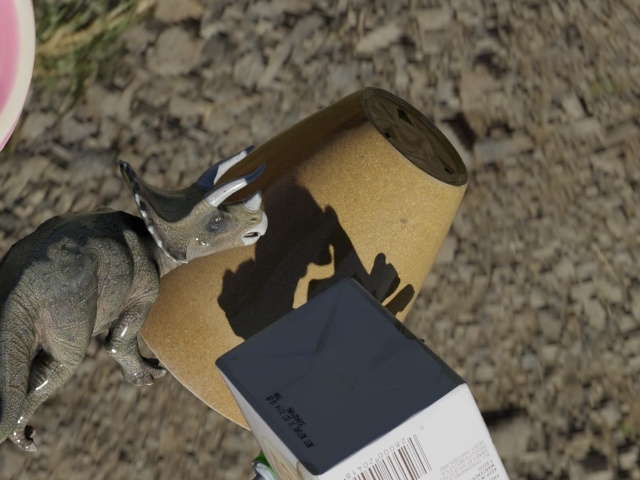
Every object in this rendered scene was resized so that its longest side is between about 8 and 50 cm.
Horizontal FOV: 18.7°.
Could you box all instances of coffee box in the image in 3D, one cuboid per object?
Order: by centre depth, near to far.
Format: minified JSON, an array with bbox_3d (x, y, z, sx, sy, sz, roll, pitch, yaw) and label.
[{"bbox_3d":[0.051,0.162,1.112,0.098,0.141,0.246,-32,124,-10],"label":"coffee box"}]

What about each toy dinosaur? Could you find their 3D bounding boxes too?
[{"bbox_3d":[-0.174,0.038,1.319,0.121,0.313,0.160,24,122,30],"label":"toy dinosaur"}]

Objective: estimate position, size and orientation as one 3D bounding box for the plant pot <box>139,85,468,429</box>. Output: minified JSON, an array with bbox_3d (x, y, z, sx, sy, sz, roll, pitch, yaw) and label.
[{"bbox_3d":[0.000,0.000,1.640,0.237,0.237,0.254,39,112,-10],"label":"plant pot"}]

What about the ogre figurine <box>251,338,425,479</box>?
[{"bbox_3d":[0.015,0.143,1.503,0.118,0.197,0.097,-11,133,21],"label":"ogre figurine"}]

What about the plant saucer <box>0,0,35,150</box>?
[{"bbox_3d":[-0.367,-0.173,1.688,0.084,0.332,0.332,10,114,40],"label":"plant saucer"}]
